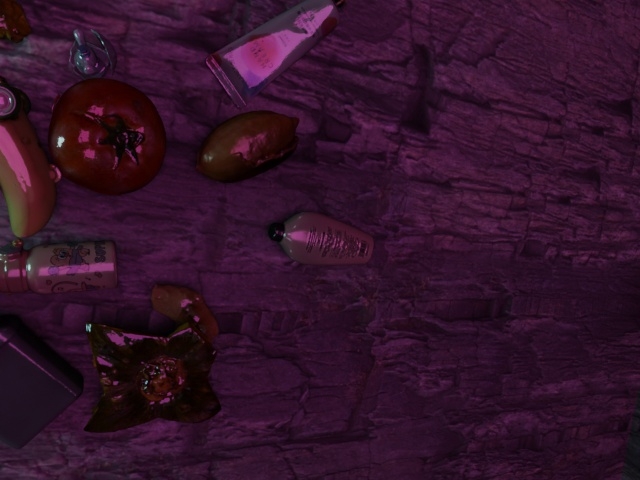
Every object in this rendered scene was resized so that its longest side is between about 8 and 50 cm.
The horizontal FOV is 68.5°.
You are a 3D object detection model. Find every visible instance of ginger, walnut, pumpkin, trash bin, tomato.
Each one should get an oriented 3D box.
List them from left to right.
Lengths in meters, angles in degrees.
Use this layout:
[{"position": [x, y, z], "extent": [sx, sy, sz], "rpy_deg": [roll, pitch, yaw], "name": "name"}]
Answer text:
[{"position": [-0.595, 0.257, 0.885], "extent": [0.177, 0.101, 0.236], "rpy_deg": [-44, 115, -13], "name": "trash bin"}, {"position": [-0.380, -0.191, 0.876], "extent": [0.225, 0.085, 0.224], "rpy_deg": [-7, 99, -48], "name": "tomato"}, {"position": [-0.331, 0.283, 0.976], "extent": [0.291, 0.095, 0.258], "rpy_deg": [3, 110, -27], "name": "pumpkin"}, {"position": [-0.289, 0.160, 1.020], "extent": [0.095, 0.069, 0.190], "rpy_deg": [-37, 112, -13], "name": "ginger"}, {"position": [-0.148, -0.201, 0.990], "extent": [0.246, 0.137, 0.137], "rpy_deg": [-26, 108, -10], "name": "walnut"}]

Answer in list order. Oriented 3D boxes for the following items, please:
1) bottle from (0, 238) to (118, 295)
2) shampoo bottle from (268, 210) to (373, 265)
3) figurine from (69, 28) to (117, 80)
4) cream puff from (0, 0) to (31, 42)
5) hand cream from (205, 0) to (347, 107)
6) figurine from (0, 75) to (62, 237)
[{"position": [-0.499, 0.047, 0.889], "extent": [0.209, 0.097, 0.109], "rpy_deg": [-3, 119, -24], "name": "bottle"}, {"position": [0.000, 0.000, 1.117], "extent": [0.257, 0.078, 0.127], "rpy_deg": [12, 99, -27], "name": "shampoo bottle"}, {"position": [-0.423, -0.344, 0.867], "extent": [0.082, 0.086, 0.094], "rpy_deg": [-25, 108, -17], "name": "figurine"}, {"position": [-0.552, -0.390, 0.817], "extent": [0.083, 0.058, 0.083], "rpy_deg": [9, 93, -27], "name": "cream puff"}, {"position": [-0.078, -0.436, 1.021], "extent": [0.341, 0.078, 0.124], "rpy_deg": [-39, 113, -9], "name": "hand cream"}, {"position": [-0.592, -0.148, 0.807], "extent": [0.222, 0.124, 0.324], "rpy_deg": [-25, 112, -19], "name": "figurine"}]
